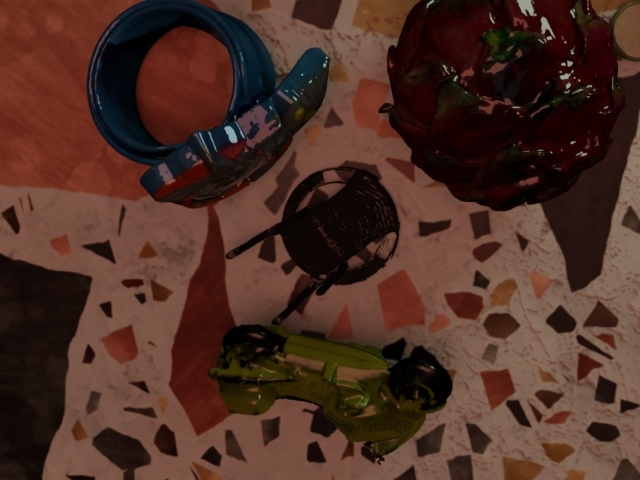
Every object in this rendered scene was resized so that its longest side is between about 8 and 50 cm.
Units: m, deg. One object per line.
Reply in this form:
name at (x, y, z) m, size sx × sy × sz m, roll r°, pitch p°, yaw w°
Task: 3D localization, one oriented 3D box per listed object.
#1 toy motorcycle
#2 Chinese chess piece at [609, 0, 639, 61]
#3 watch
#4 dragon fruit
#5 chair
toy motorcycle at (0.018, 0.210, 1.667) m, size 0.343 × 0.142 × 0.206 m, roll 11°, pitch 129°, yaw 10°
Chinese chess piece at (0.438, -0.288, 1.586) m, size 0.084 × 0.034 × 0.084 m, roll 1°, pitch 99°, yaw 5°
watch at (-0.157, -0.218, 1.587) m, size 0.305 × 0.241 × 0.274 m, roll -39°, pitch 80°, yaw 12°
dragon fruit at (0.238, -0.194, 1.491) m, size 0.329 × 0.329 × 0.329 m, roll 1°, pitch 101°, yaw 7°
chair at (0.000, 0.000, 1.668) m, size 0.213 × 0.149 × 0.174 m, roll -36°, pitch 92°, yaw -30°
